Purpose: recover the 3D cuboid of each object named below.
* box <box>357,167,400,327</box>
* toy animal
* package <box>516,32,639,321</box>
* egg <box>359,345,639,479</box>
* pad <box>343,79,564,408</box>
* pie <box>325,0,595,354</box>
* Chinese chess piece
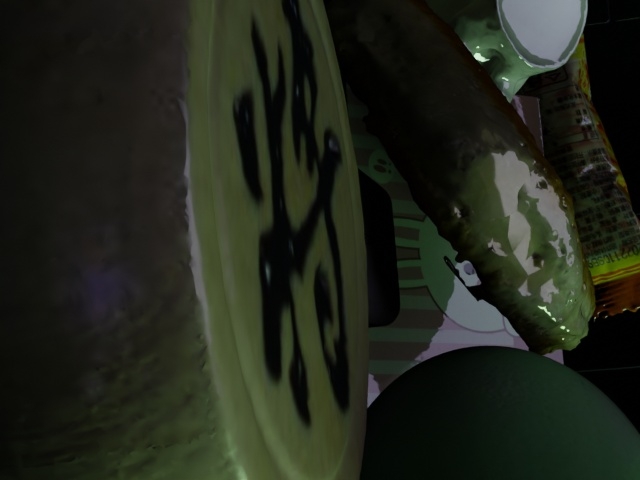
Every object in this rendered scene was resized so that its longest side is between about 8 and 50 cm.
[{"bbox_3d":[0.000,0.000,0.768,0.244,0.055,0.103,25,60,-75],"label":"box"},{"bbox_3d":[0.098,-0.181,1.045,0.104,0.221,0.130,16,88,-41],"label":"toy animal"},{"bbox_3d":[0.180,-0.050,1.173,0.108,0.223,0.288,11,59,-55],"label":"package"},{"bbox_3d":[0.112,0.186,0.796,0.269,0.220,0.220,-79,159,-55],"label":"egg"},{"bbox_3d":[0.115,0.013,1.043,0.005,0.202,0.299,-23,-114,59],"label":"pad"},{"bbox_3d":[0.101,-0.051,0.899,0.315,0.092,0.315,57,4,-6],"label":"pie"},{"bbox_3d":[-0.055,-0.004,0.430,0.257,0.104,0.257,-5,90,-77],"label":"Chinese chess piece"}]
